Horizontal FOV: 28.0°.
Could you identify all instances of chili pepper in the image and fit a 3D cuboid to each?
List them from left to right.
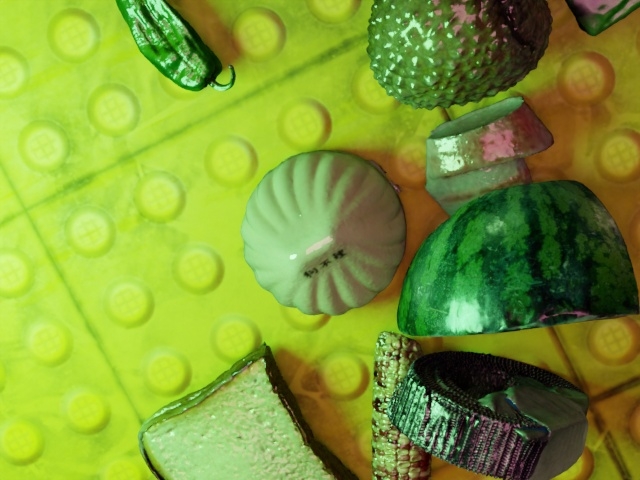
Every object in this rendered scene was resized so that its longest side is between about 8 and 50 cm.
[{"bbox_3d":[-0.232,-0.315,1.926,0.100,0.074,0.257,-39,95,12],"label":"chili pepper"}]

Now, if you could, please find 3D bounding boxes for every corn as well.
[{"bbox_3d":[0.124,0.281,2.005,0.098,0.098,0.290,-2,97,6],"label":"corn"}]

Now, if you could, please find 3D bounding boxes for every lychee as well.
[{"bbox_3d":[0.190,-0.301,1.794,0.255,0.255,0.274,39,109,-3],"label":"lychee"}]

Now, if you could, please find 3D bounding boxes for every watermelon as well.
[{"bbox_3d":[0.270,0.026,1.865,0.292,0.319,0.222,-1,87,-5],"label":"watermelon"}]

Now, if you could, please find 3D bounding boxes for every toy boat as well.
[{"bbox_3d":[0.280,-0.061,1.934,0.206,0.096,0.282,-23,111,16],"label":"toy boat"}]

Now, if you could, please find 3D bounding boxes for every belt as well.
[{"bbox_3d":[0.257,0.253,1.877,0.260,0.325,0.122,24,105,36],"label":"belt"}]

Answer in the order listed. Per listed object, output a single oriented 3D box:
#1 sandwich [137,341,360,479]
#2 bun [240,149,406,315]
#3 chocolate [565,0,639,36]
[{"bbox_3d":[-0.117,0.355,2.043,0.271,0.099,0.301,-30,100,16],"label":"sandwich"},{"bbox_3d":[0.000,0.000,1.918,0.263,0.175,0.263,2,103,7],"label":"bun"},{"bbox_3d":[0.426,-0.522,1.771,0.341,0.161,0.360,-29,98,11],"label":"chocolate"}]
